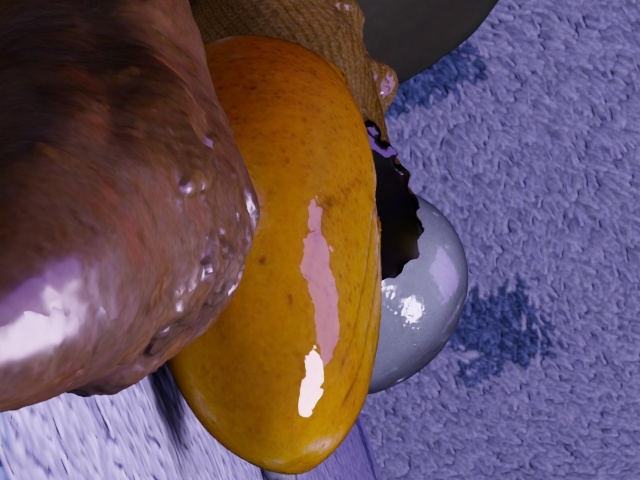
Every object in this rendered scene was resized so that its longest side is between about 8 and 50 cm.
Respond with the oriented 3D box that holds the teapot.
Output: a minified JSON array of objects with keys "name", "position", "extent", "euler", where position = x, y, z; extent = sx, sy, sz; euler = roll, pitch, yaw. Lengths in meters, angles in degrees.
[{"name":"teapot","position":[0.000,0.000,1.504],"extent":[0.251,0.184,0.183],"euler":[54,15,-49]}]

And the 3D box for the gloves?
[{"name":"gloves","position":[-0.039,-0.100,1.282],"extent":[0.203,0.155,0.356],"euler":[59,10,-36]}]

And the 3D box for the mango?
[{"name":"mango","position":[-0.032,0.007,0.973],"extent":[0.154,0.126,0.252],"euler":[88,-4,-49]}]

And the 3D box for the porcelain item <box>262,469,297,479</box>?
[{"name":"porcelain item","position":[-0.018,0.183,1.279],"extent":[0.075,0.021,0.136],"euler":[66,7,-77]}]

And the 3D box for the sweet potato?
[{"name":"sweet potato","position":[-0.072,-0.020,0.553],"extent":[0.114,0.092,0.341],"euler":[44,13,-24]}]

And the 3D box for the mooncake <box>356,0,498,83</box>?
[{"name":"mooncake","position":[0.011,-0.320,1.925],"extent":[0.356,0.356,0.194],"euler":[71,-2,-47]}]
